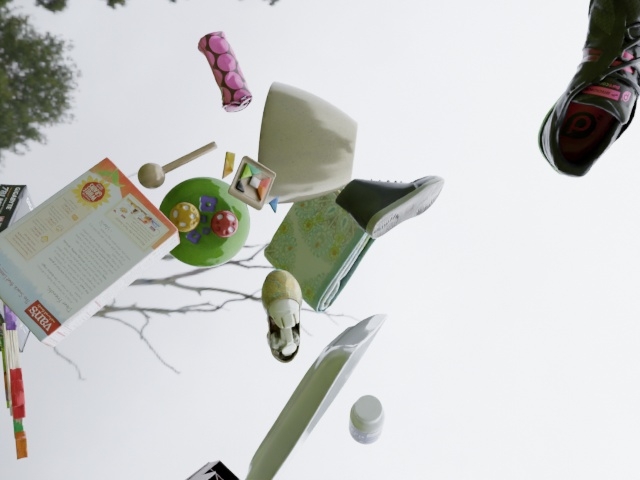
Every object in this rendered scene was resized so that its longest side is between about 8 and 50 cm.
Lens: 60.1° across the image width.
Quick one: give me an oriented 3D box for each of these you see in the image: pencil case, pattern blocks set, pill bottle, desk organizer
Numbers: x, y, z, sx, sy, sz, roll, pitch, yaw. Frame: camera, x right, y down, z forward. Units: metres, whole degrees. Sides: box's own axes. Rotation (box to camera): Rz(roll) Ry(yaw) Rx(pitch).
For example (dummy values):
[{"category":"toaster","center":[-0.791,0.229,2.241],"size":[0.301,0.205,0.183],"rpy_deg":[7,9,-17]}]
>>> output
[{"category":"pencil case","center":[-0.259,-0.451,1.480],"size":[0.095,0.098,0.209],"rpy_deg":[-29,-96,55]},{"category":"pattern blocks set","center":[-0.544,0.237,0.977],"size":[0.285,0.026,0.324],"rpy_deg":[64,-36,32]},{"category":"pill bottle","center":[0.146,0.560,1.743],"size":[0.112,0.112,0.186],"rpy_deg":[51,-23,32]},{"category":"desk organizer","center":[-0.177,0.391,0.889],"size":[0.050,0.130,0.047],"rpy_deg":[-19,-98,9]}]

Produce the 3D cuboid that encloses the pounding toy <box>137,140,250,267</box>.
[{"category":"pounding toy","center":[-0.232,-0.062,1.056],"size":[0.236,0.183,0.110],"rpy_deg":[67,-12,-4]}]

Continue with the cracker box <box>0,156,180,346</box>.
[{"category":"cracker box","center":[-0.340,0.014,0.784],"size":[0.155,0.232,0.067],"rpy_deg":[46,-21,5]}]

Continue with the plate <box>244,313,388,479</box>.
[{"category":"plate","center":[-0.008,0.231,0.810],"size":[0.045,0.277,0.278],"rpy_deg":[34,-79,13]}]

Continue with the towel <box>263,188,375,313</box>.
[{"category":"towel","center":[0.000,0.000,1.808],"size":[0.320,0.090,0.374],"rpy_deg":[46,-70,36]}]

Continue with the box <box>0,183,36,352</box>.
[{"category":"box","center":[-0.739,0.068,1.327],"size":[0.295,0.074,0.293],"rpy_deg":[100,-8,-47]}]

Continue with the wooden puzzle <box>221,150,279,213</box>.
[{"category":"wooden puzzle","center":[-0.113,-0.096,0.920],"size":[0.014,0.116,0.078],"rpy_deg":[-4,-113,56]}]

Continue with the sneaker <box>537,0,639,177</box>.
[{"category":"sneaker","center":[0.577,-0.329,1.070],"size":[0.186,0.202,0.482],"rpy_deg":[12,-53,7]}]

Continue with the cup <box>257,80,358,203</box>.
[{"category":"cup","center":[-0.024,-0.246,1.497],"size":[0.237,0.331,0.330],"rpy_deg":[8,-77,2]}]

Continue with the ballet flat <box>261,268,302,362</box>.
[{"category":"ballet flat","center":[-0.104,0.234,1.609],"size":[0.123,0.123,0.348],"rpy_deg":[44,-34,35]}]

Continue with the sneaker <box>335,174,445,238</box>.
[{"category":"sneaker","center":[0.142,-0.099,1.100],"size":[0.118,0.222,0.083],"rpy_deg":[43,-36,28]}]
